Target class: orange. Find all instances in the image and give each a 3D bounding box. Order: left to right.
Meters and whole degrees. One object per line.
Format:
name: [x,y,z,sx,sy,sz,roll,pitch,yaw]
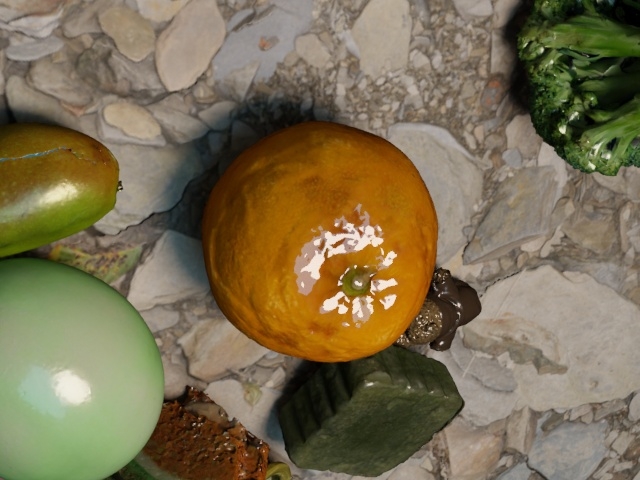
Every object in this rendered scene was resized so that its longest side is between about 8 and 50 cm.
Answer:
orange: [0.000,0.000,1.158,0.261,0.261,0.261,-11,119,-21]

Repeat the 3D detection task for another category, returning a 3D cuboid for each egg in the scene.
egg: [-0.280,0.135,1.090,0.220,0.220,0.269,-41,137,-3]

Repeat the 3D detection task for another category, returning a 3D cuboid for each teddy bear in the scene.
teddy bear: [0.137,0.098,1.368,0.160,0.078,0.119,-15,116,-18]

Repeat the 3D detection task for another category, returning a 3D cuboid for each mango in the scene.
mango: [-0.313,-0.047,1.054,0.233,0.111,0.125,-13,88,-9]

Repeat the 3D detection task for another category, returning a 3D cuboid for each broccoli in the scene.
broccoli: [0.366,-0.208,1.236,0.265,0.245,0.294,33,73,-16]

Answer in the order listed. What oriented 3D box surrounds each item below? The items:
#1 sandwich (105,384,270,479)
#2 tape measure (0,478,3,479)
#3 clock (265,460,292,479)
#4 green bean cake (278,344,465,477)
sandwich: [-0.147,0.262,1.235,0.159,0.235,0.079,-46,153,-20]
tape measure: [-0.334,0.279,1.227,0.118,0.074,0.125,-44,127,-1]
clock: [-0.116,0.375,1.347,0.237,0.057,0.237,-54,159,-30]
green bean cake: [0.063,0.215,1.357,0.185,0.094,0.183,21,122,-34]
